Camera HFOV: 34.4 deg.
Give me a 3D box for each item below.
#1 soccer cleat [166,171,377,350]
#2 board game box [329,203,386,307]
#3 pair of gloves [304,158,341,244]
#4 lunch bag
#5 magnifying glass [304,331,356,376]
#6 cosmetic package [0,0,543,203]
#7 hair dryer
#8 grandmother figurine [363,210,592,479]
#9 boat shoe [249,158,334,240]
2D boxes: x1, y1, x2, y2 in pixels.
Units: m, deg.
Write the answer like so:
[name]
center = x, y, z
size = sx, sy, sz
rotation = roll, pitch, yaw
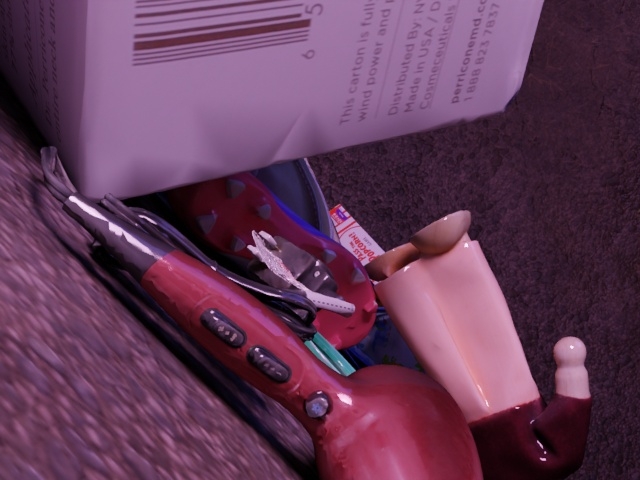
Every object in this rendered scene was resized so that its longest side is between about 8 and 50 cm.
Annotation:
[soccer cleat]
center = -0.038, 0.008, 0.879
size = 0.248, 0.083, 0.095
rotation = 42, 1, -40
[board game box]
center = 0.060, 0.056, 1.459
size = 0.147, 0.045, 0.193
rotation = 48, -16, 25
[pair of gloves]
center = 0.000, 0.000, 1.265
size = 0.240, 0.042, 0.204
rotation = -142, -149, -87
[lunch bag]
center = 0.087, 0.116, 1.104
size = 0.151, 0.096, 0.129
rotation = 18, -6, 15
[magnifying glass]
center = 0.050, 0.142, 0.825
size = 0.231, 0.026, 0.092
rotation = 47, 2, -16
[cosmetic package]
center = -0.074, -0.290, 0.672
size = 0.393, 0.328, 0.329
rotation = 50, -37, 37
[hair dryer]
center = -0.019, 0.075, 0.504
size = 0.224, 0.080, 0.293
rotation = 20, 17, -49
[grandmother figurine]
center = 0.155, 0.154, 0.923
size = 0.208, 0.104, 0.342
rotation = -38, -104, 51
[boat shoe]
center = -0.083, -0.095, 0.909
size = 0.302, 0.109, 0.094
rotation = 56, -19, -10
